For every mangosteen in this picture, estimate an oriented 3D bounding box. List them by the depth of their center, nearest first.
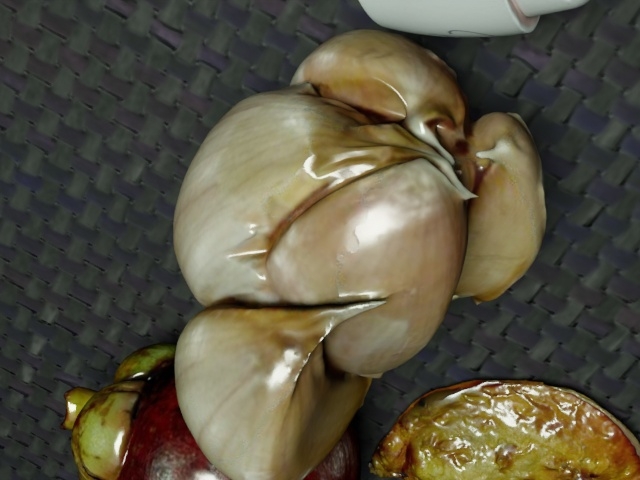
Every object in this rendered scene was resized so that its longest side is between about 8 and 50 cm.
[{"bbox_3d":[-0.072,0.137,0.577,0.200,0.200,0.199,6,118,11],"label":"mangosteen"}]

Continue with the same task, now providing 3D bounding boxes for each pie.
[{"bbox_3d":[0.120,0.131,0.605,0.191,0.033,0.088,-1,113,15],"label":"pie"}]

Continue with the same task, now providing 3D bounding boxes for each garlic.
[{"bbox_3d":[0.000,0.000,0.460,0.160,0.214,0.191,48,165,24],"label":"garlic"}]

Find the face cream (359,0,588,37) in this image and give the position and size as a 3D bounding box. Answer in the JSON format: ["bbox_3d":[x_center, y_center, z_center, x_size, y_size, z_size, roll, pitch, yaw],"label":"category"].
[{"bbox_3d":[0.070,-0.150,0.420,0.104,0.117,0.117,-5,116,27],"label":"face cream"}]
